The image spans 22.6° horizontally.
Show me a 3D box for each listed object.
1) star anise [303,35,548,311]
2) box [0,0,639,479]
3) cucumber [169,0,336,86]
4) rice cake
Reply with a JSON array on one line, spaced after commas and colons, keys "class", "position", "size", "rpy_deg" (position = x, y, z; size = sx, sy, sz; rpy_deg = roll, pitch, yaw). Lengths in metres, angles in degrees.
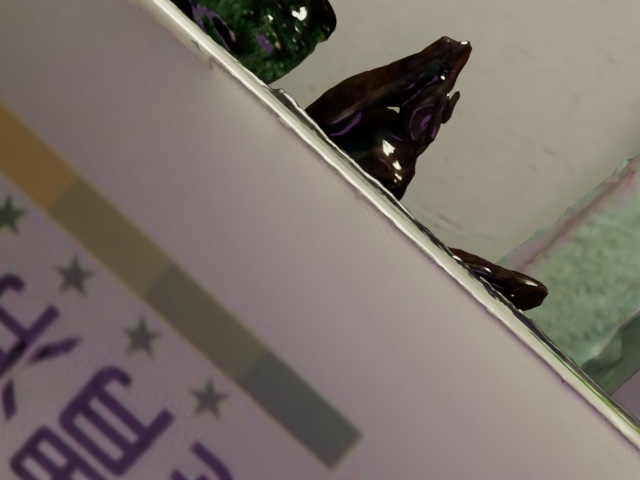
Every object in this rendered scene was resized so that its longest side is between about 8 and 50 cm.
[{"class": "star anise", "position": [0.001, 0.001, 0.562], "size": [0.157, 0.053, 0.212], "rpy_deg": [-29, 72, -3]}, {"class": "box", "position": [-0.055, 0.014, 0.430], "size": [0.333, 0.173, 0.145], "rpy_deg": [42, 91, 0]}, {"class": "cucumber", "position": [-0.083, -0.154, 0.541], "size": [0.074, 0.074, 0.241], "rpy_deg": [-31, 96, 2]}, {"class": "rice cake", "position": [0.089, 0.018, 0.590], "size": [0.290, 0.051, 0.081], "rpy_deg": [-42, 64, 3]}]
